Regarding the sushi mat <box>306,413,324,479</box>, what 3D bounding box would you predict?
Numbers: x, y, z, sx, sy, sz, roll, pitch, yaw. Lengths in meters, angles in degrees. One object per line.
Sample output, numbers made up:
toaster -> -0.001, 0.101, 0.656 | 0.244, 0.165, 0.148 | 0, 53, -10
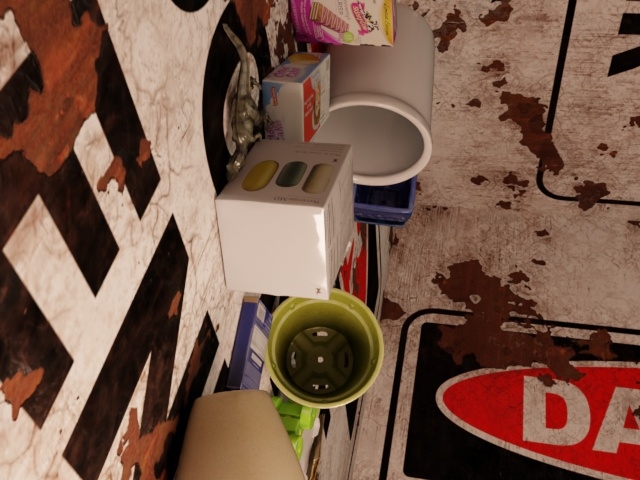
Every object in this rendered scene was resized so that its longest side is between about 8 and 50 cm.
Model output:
sushi mat -> -0.019, 0.638, 2.110 | 0.316, 0.019, 0.151 | -75, 180, -81

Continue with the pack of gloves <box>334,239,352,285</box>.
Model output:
pack of gloves -> 0.000, 0.000, 1.717 | 0.232, 0.046, 0.195 | 51, 49, -32

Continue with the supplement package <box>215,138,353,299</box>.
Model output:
supplement package -> -0.056, -0.048, 1.362 | 0.262, 0.199, 0.198 | -67, 159, -56

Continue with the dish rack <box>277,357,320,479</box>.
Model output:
dish rack -> -0.062, 0.511, 1.915 | 0.332, 0.072, 0.285 | 85, 14, -44

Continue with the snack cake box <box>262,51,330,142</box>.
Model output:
snack cake box -> -0.048, -0.310, 1.571 | 0.264, 0.089, 0.152 | -64, 158, -60

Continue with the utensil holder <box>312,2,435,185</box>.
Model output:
utensil holder -> 0.144, -0.394, 1.906 | 0.327, 0.328, 0.385 | 78, 18, -55

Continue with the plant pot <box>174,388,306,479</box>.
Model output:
plant pot -> -0.131, 0.390, 1.162 | 0.256, 0.257, 0.273 | 63, 18, -69

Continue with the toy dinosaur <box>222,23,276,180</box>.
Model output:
toy dinosaur -> -0.131, -0.243, 1.270 | 0.118, 0.064, 0.268 | -32, 123, -68

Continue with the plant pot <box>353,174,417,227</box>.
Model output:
plant pot -> 0.238, -0.178, 2.703 | 0.212, 0.236, 0.235 | 83, 15, -68

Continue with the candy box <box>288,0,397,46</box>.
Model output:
candy box -> 0.051, -0.520, 1.600 | 0.159, 0.234, 0.071 | 77, 21, -56

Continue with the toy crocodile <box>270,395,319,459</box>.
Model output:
toy crocodile -> -0.085, 0.450, 1.636 | 0.340, 0.115, 0.105 | -52, 145, -66

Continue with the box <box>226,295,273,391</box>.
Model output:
box -> -0.146, 0.241, 1.458 | 0.136, 0.037, 0.225 | 69, 27, -65

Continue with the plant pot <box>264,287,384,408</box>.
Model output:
plant pot -> 0.001, 0.275, 1.734 | 0.254, 0.276, 0.276 | 99, 0, -73
